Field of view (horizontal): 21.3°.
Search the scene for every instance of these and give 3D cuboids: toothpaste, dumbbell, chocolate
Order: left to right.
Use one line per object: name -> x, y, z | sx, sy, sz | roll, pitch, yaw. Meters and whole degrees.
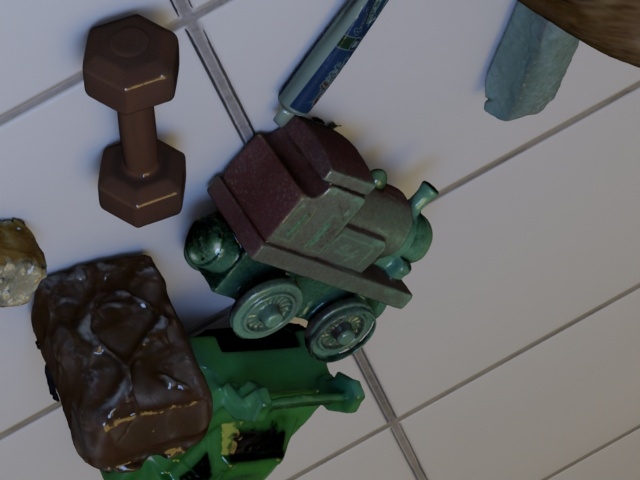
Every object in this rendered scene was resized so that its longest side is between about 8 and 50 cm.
chocolate -> -0.203, 0.122, 1.741 | 0.148, 0.214, 0.093 | -16, 147, -22
dumbbell -> -0.169, -0.107, 1.566 | 0.082, 0.092, 0.231 | 3, 145, 0
toothpaste -> 0.011, -0.184, 1.655 | 0.057, 0.035, 0.197 | -13, 147, -55

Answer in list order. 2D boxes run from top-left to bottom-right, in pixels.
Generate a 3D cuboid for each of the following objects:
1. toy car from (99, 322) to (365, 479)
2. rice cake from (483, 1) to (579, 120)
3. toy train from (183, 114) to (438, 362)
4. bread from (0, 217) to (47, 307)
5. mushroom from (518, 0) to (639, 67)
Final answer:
toy car -> -0.116, 0.208, 1.965 | 0.213, 0.176, 0.359 | -1, 144, -38
rice cake -> 0.230, -0.209, 1.771 | 0.069, 0.063, 0.206 | -14, 146, -29
toy train -> 0.000, 0.000, 1.813 | 0.221, 0.150, 0.304 | -48, 143, 17
bread -> -0.318, 0.025, 1.646 | 0.083, 0.070, 0.077 | 8, 132, -42
mushroom -> 0.219, -0.280, 1.481 | 0.313, 0.224, 0.397 | 6, 163, -9
